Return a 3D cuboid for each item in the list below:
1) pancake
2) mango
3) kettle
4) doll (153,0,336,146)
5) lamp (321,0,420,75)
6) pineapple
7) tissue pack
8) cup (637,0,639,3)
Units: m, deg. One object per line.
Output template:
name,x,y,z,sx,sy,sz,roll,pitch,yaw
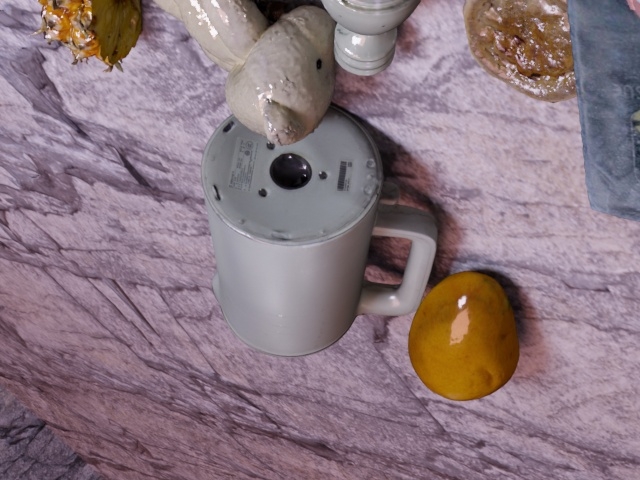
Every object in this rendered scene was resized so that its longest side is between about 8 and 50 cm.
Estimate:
pancake,0.196,-0.186,1.000,0.151,0.025,0.152,24,149,16
mango,0.191,0.124,1.406,0.147,0.109,0.227,25,140,11
kettle,-0.009,-0.011,1.347,0.318,0.265,0.205,94,152,-58
doll,-0.086,-0.232,1.149,0.278,0.175,0.149,45,110,0
lamp,0.048,-0.227,1.024,0.106,0.106,0.193,28,162,11
pineapple,-0.264,-0.272,1.229,0.079,0.135,0.233,23,149,18
tissue pack,0.324,-0.132,0.870,0.228,0.103,0.316,16,146,31
cup,0.209,-0.276,0.571,0.311,0.257,0.331,-2,106,45
